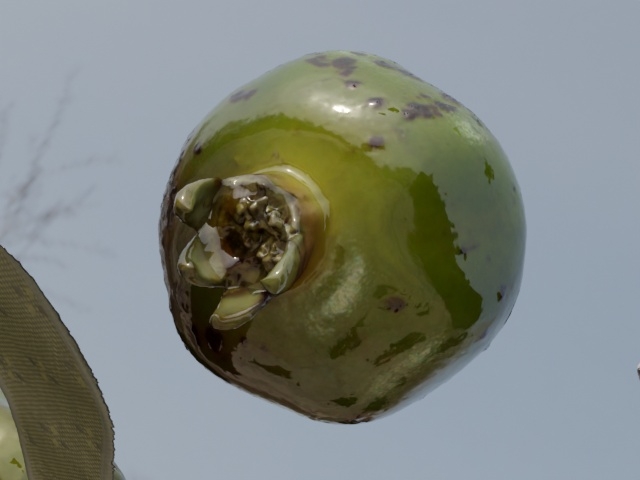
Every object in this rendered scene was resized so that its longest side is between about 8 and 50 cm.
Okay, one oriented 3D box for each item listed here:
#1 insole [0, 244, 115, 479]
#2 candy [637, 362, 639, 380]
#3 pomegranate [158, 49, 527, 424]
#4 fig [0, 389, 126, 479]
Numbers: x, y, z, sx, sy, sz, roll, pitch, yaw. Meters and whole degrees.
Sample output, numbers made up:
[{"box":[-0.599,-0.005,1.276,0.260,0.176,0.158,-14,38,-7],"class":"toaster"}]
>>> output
[{"box":[-0.140,0.089,0.960,0.109,0.007,0.322,37,-26,21],"class":"insole"},{"box":[0.383,0.142,1.937,0.073,0.160,0.092,-19,-87,22],"class":"candy"},{"box":[0.007,0.009,0.964,0.198,0.246,0.198,1,-69,3],"class":"pomegranate"},{"box":[-0.287,0.264,1.577,0.239,0.271,0.239,28,-9,5],"class":"fig"}]
